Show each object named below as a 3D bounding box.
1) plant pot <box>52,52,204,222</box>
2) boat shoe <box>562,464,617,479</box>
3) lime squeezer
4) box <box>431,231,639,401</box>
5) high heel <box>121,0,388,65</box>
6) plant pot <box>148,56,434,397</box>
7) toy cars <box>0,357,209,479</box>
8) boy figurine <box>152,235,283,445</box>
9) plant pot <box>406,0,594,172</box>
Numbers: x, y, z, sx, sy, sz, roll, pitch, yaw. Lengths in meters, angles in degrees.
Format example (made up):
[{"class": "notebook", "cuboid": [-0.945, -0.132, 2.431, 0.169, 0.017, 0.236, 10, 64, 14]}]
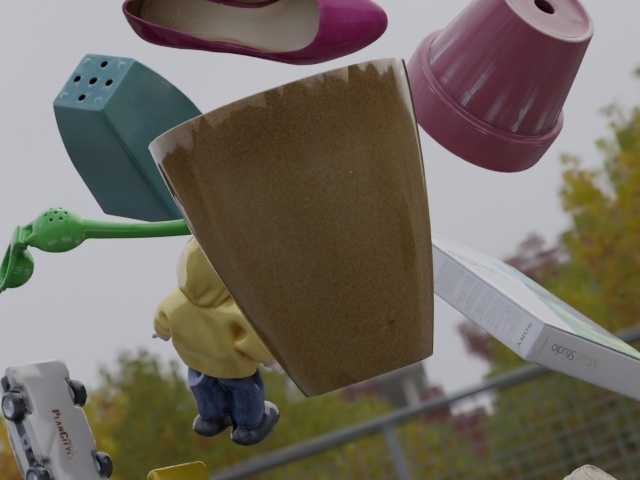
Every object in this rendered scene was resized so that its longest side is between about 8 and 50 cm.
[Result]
[{"class": "plant pot", "cuboid": [-0.287, -0.164, 2.738, 0.165, 0.166, 0.234, 10, -31, 37]}, {"class": "boat shoe", "cuboid": [0.343, 0.279, 1.766, 0.109, 0.302, 0.098, 20, -82, -28]}, {"class": "lime squeezer", "cuboid": [-0.288, 0.023, 1.900, 0.310, 0.059, 0.110, -30, -37, 14]}, {"class": "box", "cuboid": [0.252, 0.087, 2.295, 0.232, 0.322, 0.058, 21, -78, -39]}, {"class": "high heel", "cuboid": [-0.064, -0.214, 1.723, 0.244, 0.082, 0.117, 9, 4, 16]}, {"class": "plant pot", "cuboid": [0.000, 0.000, 1.581, 0.237, 0.254, 0.237, -18, -3, -1]}, {"class": "toy cars", "cuboid": [-0.235, 0.300, 2.118, 0.087, 0.394, 0.176, -42, 14, 43]}, {"class": "boy figurine", "cuboid": [-0.127, 0.106, 2.160, 0.177, 0.285, 0.092, 8, 33, 28]}, {"class": "plant pot", "cuboid": [0.220, -0.211, 2.125, 0.201, 0.201, 0.180, -4, -40, -37]}]
